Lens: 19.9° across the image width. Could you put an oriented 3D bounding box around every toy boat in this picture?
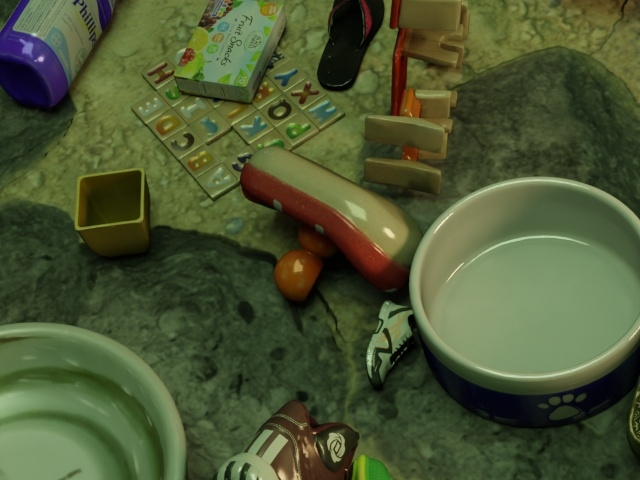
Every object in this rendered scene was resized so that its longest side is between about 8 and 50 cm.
[{"bbox_3d":[0.000,0.000,2.056,0.231,0.151,0.151,29,95,29],"label":"toy boat"}]

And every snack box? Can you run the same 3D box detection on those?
[{"bbox_3d":[-0.112,-0.242,2.292,0.100,0.037,0.141,10,57,17],"label":"snack box"}]

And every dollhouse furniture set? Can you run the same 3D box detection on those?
[{"bbox_3d":[0.095,-0.229,2.111,0.135,0.259,0.262,8,54,6],"label":"dollhouse furniture set"}]

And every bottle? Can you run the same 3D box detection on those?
[{"bbox_3d":[-0.321,-0.306,2.346,0.092,0.118,0.283,13,57,21],"label":"bottle"}]

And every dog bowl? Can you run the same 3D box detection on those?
[{"bbox_3d":[0.231,0.065,1.959,0.265,0.104,0.265,-6,53,7],"label":"dog bowl"}]

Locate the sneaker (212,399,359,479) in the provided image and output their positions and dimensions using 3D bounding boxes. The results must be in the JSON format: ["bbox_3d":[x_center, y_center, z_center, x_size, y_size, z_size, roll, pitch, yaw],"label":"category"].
[{"bbox_3d":[0.005,0.267,1.758,0.106,0.281,0.162,9,47,32],"label":"sneaker"}]

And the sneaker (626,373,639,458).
[{"bbox_3d":[0.359,0.142,1.884,0.064,0.086,0.192,19,65,13],"label":"sneaker"}]

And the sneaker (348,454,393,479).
[{"bbox_3d":[0.107,0.336,1.802,0.123,0.109,0.295,-11,47,-24],"label":"sneaker"}]

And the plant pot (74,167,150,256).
[{"bbox_3d":[-0.236,-0.025,2.140,0.081,0.083,0.081,-8,53,7],"label":"plant pot"}]

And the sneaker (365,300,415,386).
[{"bbox_3d":[0.079,0.113,1.997,0.044,0.040,0.109,9,57,16],"label":"sneaker"}]

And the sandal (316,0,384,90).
[{"bbox_3d":[0.037,-0.267,2.287,0.067,0.040,0.179,5,55,16],"label":"sandal"}]

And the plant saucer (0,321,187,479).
[{"bbox_3d":[-0.327,0.276,1.926,0.400,0.100,0.400,-6,54,8],"label":"plant saucer"}]

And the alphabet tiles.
[{"bbox_3d":[-0.115,-0.173,2.271,0.198,0.009,0.237,-34,55,-13],"label":"alphabet tiles"}]
